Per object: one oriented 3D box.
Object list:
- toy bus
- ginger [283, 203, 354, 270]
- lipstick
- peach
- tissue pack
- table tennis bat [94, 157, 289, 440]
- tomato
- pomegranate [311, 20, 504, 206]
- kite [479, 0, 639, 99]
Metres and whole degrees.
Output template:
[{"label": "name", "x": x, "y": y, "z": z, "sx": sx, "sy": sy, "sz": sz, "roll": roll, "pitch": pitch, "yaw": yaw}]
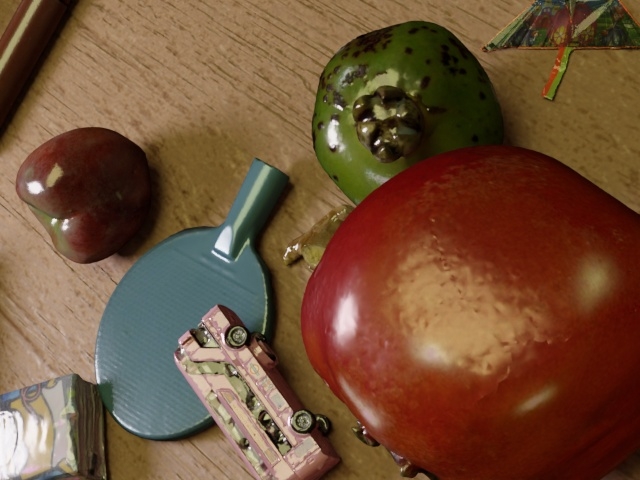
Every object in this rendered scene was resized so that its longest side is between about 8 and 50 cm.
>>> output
[{"label": "toy bus", "x": -0.066, "y": 0.162, "z": 1.379, "sx": 0.090, "sy": 0.063, "sz": 0.203, "roll": -40, "pitch": 69, "yaw": 7}, {"label": "ginger", "x": -0.001, "y": 0.001, "z": 1.444, "sx": 0.097, "sy": 0.030, "sz": 0.048, "roll": -38, "pitch": 56, "yaw": 13}, {"label": "lipstick", "x": -0.370, "y": -0.267, "z": 1.741, "sx": 0.057, "sy": 0.057, "sz": 0.356, "roll": 26, "pitch": 85, "yaw": 34}, {"label": "peach", "x": -0.261, "y": -0.062, "z": 1.555, "sx": 0.152, "sy": 0.152, "sz": 0.152, "roll": -11, "pitch": 66, "yaw": 25}, {"label": "tissue pack", "x": -0.315, "y": 0.223, "z": 1.511, "sx": 0.155, "sy": 0.065, "sz": 0.115, "roll": -16, "pitch": 63, "yaw": 22}, {"label": "table tennis bat", "x": -0.130, "y": 0.063, "z": 1.487, "sx": 0.215, "sy": 0.044, "sz": 0.329, "roll": 27, "pitch": 88, "yaw": 34}, {"label": "tomato", "x": 0.155, "y": 0.076, "z": 1.151, "sx": 0.290, "sy": 0.325, "sz": 0.293, "roll": -52, "pitch": 53, "yaw": 4}, {"label": "pomegranate", "x": 0.080, "y": -0.114, "z": 1.324, "sx": 0.202, "sy": 0.248, "sz": 0.202, "roll": 0, "pitch": 91, "yaw": 10}, {"label": "kite", "x": 0.254, "y": -0.217, "z": 1.400, "sx": 0.190, "sy": 0.010, "sz": 0.159, "roll": 3, "pitch": 73, "yaw": 31}]
